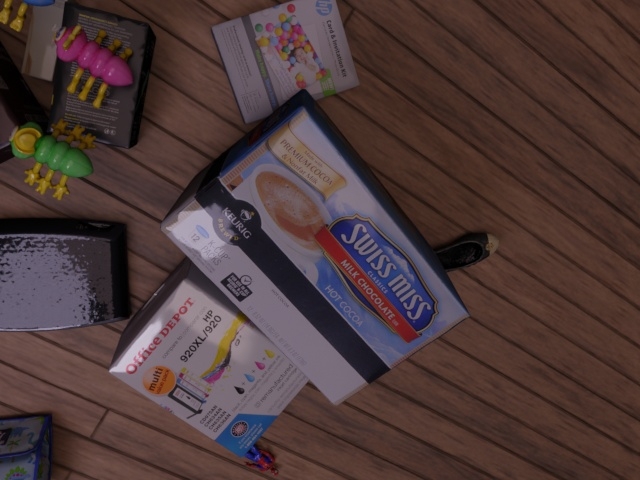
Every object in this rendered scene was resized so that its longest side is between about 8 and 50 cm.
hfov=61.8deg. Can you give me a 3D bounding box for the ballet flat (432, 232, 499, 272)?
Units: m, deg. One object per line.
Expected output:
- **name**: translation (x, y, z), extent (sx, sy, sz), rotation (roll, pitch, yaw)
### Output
- **ballet flat**: translation (0.232, 0.031, 0.919), extent (0.173, 0.049, 0.057), rotation (-18, 106, -8)

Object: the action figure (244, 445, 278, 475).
- **action figure**: translation (-0.115, 0.375, 0.935), extent (0.038, 0.030, 0.115), rotation (-46, 109, -5)

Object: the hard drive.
- **hard drive**: translation (-0.418, 0.055, 0.784), extent (0.254, 0.054, 0.172), rotation (0, 102, -12)

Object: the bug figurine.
- **bug figurine**: translation (-0.328, -0.178, 0.581), extent (0.216, 0.072, 0.279), rotation (26, 82, -26)

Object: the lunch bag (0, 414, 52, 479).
- **lunch bag**: translation (-0.479, 0.342, 0.801), extent (0.128, 0.151, 0.096), rotation (-2, 144, -13)

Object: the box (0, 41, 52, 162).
- **box**: translation (-0.473, -0.184, 0.660), extent (0.167, 0.168, 0.203), rotation (-29, 107, -7)

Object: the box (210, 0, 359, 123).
- **box**: translation (-0.050, -0.272, 0.799), extent (0.186, 0.038, 0.145), rotation (-20, 106, -8)

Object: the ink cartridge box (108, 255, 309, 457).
- **ink cartridge box**: translation (-0.159, 0.161, 0.803), extent (0.232, 0.168, 0.171), rotation (40, 93, -16)

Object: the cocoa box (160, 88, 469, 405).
- **cocoa box**: translation (0.000, 0.000, 0.751), extent (0.228, 0.231, 0.347), rotation (-37, 107, 12)

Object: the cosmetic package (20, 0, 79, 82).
- **cosmetic package**: translation (-0.364, -0.274, 0.721), extent (0.041, 0.060, 0.115), rotation (14, 98, -13)

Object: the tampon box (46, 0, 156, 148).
- **tampon box**: translation (-0.289, -0.215, 0.717), extent (0.101, 0.120, 0.161), rotation (11, 100, -15)
